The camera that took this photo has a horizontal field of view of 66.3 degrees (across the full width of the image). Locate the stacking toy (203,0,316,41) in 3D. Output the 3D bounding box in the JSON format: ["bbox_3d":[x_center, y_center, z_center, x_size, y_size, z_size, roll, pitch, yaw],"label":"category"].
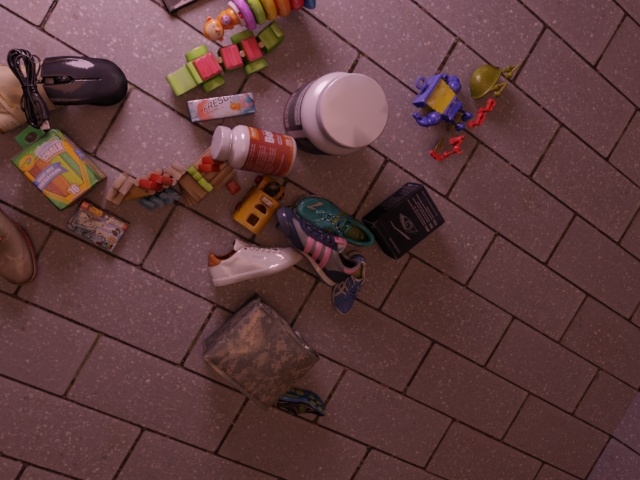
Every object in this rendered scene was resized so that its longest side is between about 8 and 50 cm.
[{"bbox_3d":[-0.177,-0.616,1.268,0.302,0.165,0.175,-36,133,-4],"label":"stacking toy"}]

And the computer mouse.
[{"bbox_3d":[-0.598,-0.386,1.215,0.272,0.072,0.188,-24,110,-42],"label":"computer mouse"}]

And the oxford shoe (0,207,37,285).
[{"bbox_3d":[-0.851,-0.028,1.242,0.123,0.130,0.348,-28,107,-9],"label":"oxford shoe"}]

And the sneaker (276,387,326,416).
[{"bbox_3d":[-0.066,0.540,1.618,0.188,0.067,0.078,22,115,-20],"label":"sneaker"}]

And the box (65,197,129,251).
[{"bbox_3d":[-0.617,-0.043,1.360,0.137,0.027,0.094,33,92,-19],"label":"box"}]

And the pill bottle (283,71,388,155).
[{"bbox_3d":[0.033,-0.333,1.313,0.210,0.363,0.210,-3,102,-15],"label":"pill bottle"}]

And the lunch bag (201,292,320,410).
[{"bbox_3d":[-0.175,0.344,1.488,0.235,0.169,0.287,-43,104,-4],"label":"lunch bag"}]

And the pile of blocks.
[{"bbox_3d":[-0.407,-0.152,1.355,0.362,0.112,0.148,-20,105,-11],"label":"pile of blocks"}]

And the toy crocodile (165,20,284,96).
[{"bbox_3d":[-0.256,-0.493,1.336,0.341,0.105,0.115,-26,106,-9],"label":"toy crocodile"}]

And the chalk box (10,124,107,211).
[{"bbox_3d":[-0.680,-0.200,1.257,0.132,0.132,0.213,-41,108,-6],"label":"chalk box"}]

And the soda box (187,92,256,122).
[{"bbox_3d":[-0.278,-0.372,1.375,0.183,0.063,0.058,-13,104,-13],"label":"soda box"}]

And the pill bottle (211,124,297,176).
[{"bbox_3d":[-0.184,-0.250,1.354,0.216,0.121,0.121,6,99,-30],"label":"pill bottle"}]

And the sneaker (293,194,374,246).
[{"bbox_3d":[0.050,-0.058,1.504,0.275,0.110,0.107,25,91,-18],"label":"sneaker"}]

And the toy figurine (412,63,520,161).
[{"bbox_3d":[0.397,-0.450,1.495,0.217,0.191,0.362,34,89,-14],"label":"toy figurine"}]

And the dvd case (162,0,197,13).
[{"bbox_3d":[-0.341,-0.742,1.304,0.239,0.029,0.179,-30,107,-9],"label":"dvd case"}]

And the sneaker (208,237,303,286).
[{"bbox_3d":[-0.191,0.043,1.457,0.290,0.106,0.123,-15,103,-13],"label":"sneaker"}]

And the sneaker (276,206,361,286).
[{"bbox_3d":[0.000,0.000,1.455,0.131,0.112,0.319,-28,125,19],"label":"sneaker"}]

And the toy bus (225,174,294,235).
[{"bbox_3d":[-0.168,-0.114,1.434,0.191,0.104,0.202,-11,104,-14],"label":"toy bus"}]

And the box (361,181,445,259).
[{"bbox_3d":[0.263,-0.065,1.564,0.207,0.108,0.153,-36,108,-6],"label":"box"}]

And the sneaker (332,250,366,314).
[{"bbox_3d":[0.094,0.140,1.570,0.080,0.081,0.211,9,99,-19],"label":"sneaker"}]

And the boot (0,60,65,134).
[{"bbox_3d":[-0.766,-0.421,1.212,0.204,0.095,0.261,-28,99,-14],"label":"boot"}]
